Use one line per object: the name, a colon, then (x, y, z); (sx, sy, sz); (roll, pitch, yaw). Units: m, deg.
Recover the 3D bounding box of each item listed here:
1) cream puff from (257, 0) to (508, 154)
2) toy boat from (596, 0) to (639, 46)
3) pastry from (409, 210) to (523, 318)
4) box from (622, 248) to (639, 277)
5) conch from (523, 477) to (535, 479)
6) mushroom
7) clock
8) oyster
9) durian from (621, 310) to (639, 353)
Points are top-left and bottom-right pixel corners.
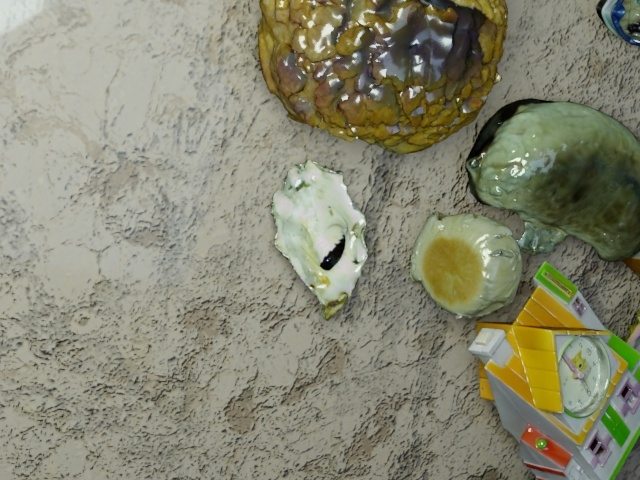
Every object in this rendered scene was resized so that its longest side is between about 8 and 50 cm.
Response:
cream puff: (0.091, -0.250, 1.324); (0.327, 0.231, 0.343); (-38, 118, -13)
toy boat: (0.521, -0.336, 1.554); (0.262, 0.115, 0.114); (-5, 108, -23)
pastry: (0.210, 0.035, 1.519); (0.088, 0.166, 0.165); (-6, 111, -50)
box: (0.579, -0.016, 1.587); (0.221, 0.274, 0.091); (-45, 87, 1)
conch: (0.383, 0.520, 1.744); (0.203, 0.169, 0.386); (-25, 115, 17)
mushroom: (0.378, -0.079, 1.557); (0.344, 0.130, 0.247); (33, 80, -27)
clock: (0.361, 0.207, 1.607); (0.309, 0.166, 0.235); (50, 64, -25)
oyster: (0.005, -0.008, 1.460); (0.133, 0.072, 0.209); (-34, 97, -4)
durian: (0.581, 0.167, 1.725); (0.186, 0.154, 0.260); (26, 119, -14)
